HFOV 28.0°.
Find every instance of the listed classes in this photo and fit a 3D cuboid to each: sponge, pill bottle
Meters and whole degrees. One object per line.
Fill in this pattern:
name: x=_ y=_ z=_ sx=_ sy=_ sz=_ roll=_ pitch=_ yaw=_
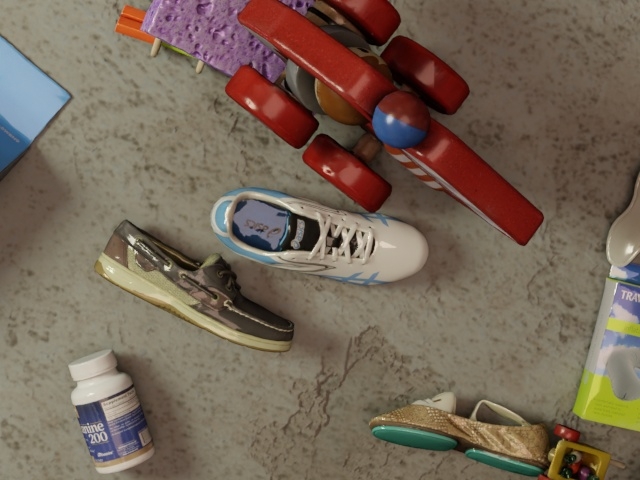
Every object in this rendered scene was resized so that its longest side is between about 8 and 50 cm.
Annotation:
sponge: x=-0.069 y=-0.221 z=1.308 sx=0.210 sy=0.031 sz=0.117 roll=24 pitch=92 yaw=-31
pill bottle: x=-0.223 y=0.179 z=1.352 sx=0.067 sy=0.067 sz=0.120 roll=-18 pitch=96 yaw=-3

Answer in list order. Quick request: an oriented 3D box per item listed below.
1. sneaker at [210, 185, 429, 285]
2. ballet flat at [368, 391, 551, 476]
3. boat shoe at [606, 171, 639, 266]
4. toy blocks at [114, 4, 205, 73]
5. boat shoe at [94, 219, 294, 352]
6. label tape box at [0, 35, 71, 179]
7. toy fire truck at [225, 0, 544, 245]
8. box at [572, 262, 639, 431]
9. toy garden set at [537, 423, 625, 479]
sneaker: x=0.000 y=0.000 z=1.348 sx=0.237 sy=0.086 sz=0.085 roll=11 pitch=96 yaw=-7
ballet flat: x=0.155 y=0.203 z=1.399 sx=0.206 sy=0.073 sz=0.067 roll=16 pitch=67 yaw=-9
boat shoe: x=0.352 y=-0.028 z=1.402 sx=0.046 sy=0.038 sz=0.125 roll=22 pitch=93 yaw=36
toy blocks: x=-0.171 y=-0.255 z=1.325 sx=0.148 sy=0.054 sz=0.123 roll=22 pitch=92 yaw=-7
boat shoe: x=-0.124 y=0.047 z=1.344 sx=0.224 sy=0.080 sz=0.073 roll=24 pitch=97 yaw=-2
label tape box: x=-0.454 y=-0.097 z=1.288 sx=0.241 sy=0.106 sz=0.333 roll=41 pitch=91 yaw=-8
toy fire truck: x=0.065 y=-0.123 z=1.235 sx=0.169 sy=0.254 sz=0.302 roll=-52 pitch=129 yaw=0
box: x=0.354 y=0.119 z=1.414 sx=0.109 sy=0.042 sz=0.178 roll=13 pitch=94 yaw=-7
toy garden set: x=0.311 y=0.324 z=1.367 sx=0.244 sy=0.049 sz=0.203 roll=20 pitch=90 yaw=-12
